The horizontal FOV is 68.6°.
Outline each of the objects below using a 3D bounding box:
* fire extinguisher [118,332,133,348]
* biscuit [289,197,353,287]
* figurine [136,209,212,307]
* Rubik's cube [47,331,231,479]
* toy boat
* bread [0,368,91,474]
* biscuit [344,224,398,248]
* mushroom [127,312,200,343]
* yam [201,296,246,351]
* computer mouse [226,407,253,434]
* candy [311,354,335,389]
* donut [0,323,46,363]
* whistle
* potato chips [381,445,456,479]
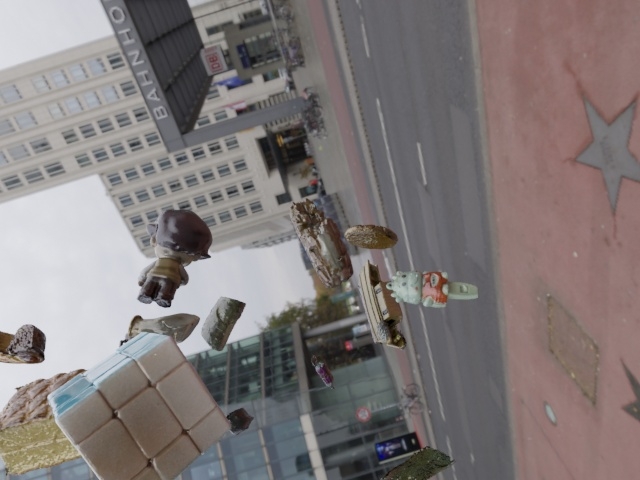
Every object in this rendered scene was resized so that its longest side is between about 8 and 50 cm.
[{"bbox_3d":[-0.897,0.479,2.364,0.267,0.072,0.089,-22,-66,-49],"label":"fire extinguisher"},{"bbox_3d":[0.009,0.018,1.514,0.366,0.115,0.268,-121,6,-66],"label":"biscuit"},{"bbox_3d":[-0.509,0.063,1.647,0.206,0.218,0.365,79,-160,-66],"label":"figurine"},{"bbox_3d":[-0.493,0.466,1.270,0.321,0.316,0.319,-12,110,57],"label":"Rubik's cube"},{"bbox_3d":[0.269,0.274,2.083,0.135,0.162,0.446,25,-146,-35],"label":"toy boat"},{"bbox_3d":[-0.894,0.599,1.583,0.279,0.279,0.207,-130,26,-72],"label":"bread"},{"bbox_3d":[0.206,-0.015,1.908,0.226,0.225,0.042,71,-156,-69],"label":"biscuit"},{"bbox_3d":[-0.545,0.307,1.624,0.096,0.246,0.108,61,-154,-74],"label":"mushroom"},{"bbox_3d":[-0.466,0.381,2.221,0.154,0.154,0.255,67,-132,-84],"label":"yam"},{"bbox_3d":[-0.240,0.548,1.400,0.047,0.079,0.135,45,171,32],"label":"computer mouse"},{"bbox_3d":[0.017,0.544,1.922,0.175,0.043,0.045,58,-160,-17],"label":"candy"},{"bbox_3d":[-0.916,0.314,1.413,0.141,0.217,0.085,73,-165,-57],"label":"donut"},{"bbox_3d":[0.311,0.136,1.313,0.106,0.253,0.102,44,-129,-81],"label":"whistle"},{"bbox_3d":[0.256,0.594,1.224,0.026,0.209,0.142,-123,44,-61],"label":"potato chips"}]
